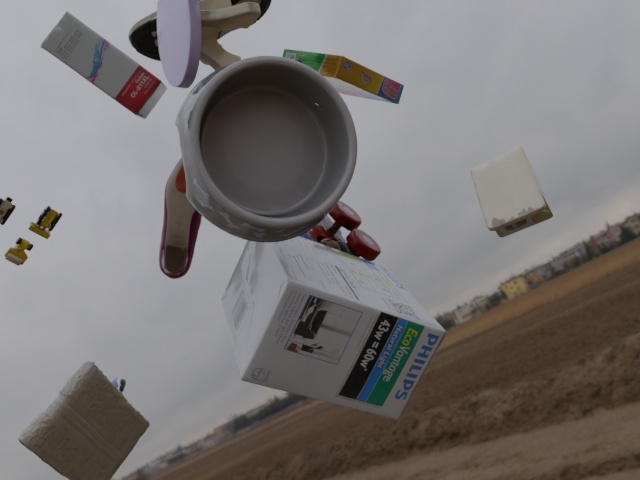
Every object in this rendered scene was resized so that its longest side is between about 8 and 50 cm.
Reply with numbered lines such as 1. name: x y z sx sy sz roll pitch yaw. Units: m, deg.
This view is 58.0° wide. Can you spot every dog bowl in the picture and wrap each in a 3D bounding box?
1. dog bowl: -0.090 -0.172 1.056 0.349 0.348 0.102 -22 5 -18

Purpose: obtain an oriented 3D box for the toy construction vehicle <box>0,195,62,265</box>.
1. toy construction vehicle: -0.444 -0.020 0.846 0.086 0.035 0.098 33 -95 -34

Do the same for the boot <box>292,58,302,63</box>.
1. boot: -0.064 -0.381 1.408 0.087 0.118 0.042 -39 23 -9

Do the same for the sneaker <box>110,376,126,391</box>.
1. sneaker: -0.558 0.396 1.373 0.211 0.081 0.080 -42 -7 -30

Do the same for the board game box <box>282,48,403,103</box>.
1. board game box: 0.070 -0.504 1.783 0.317 0.242 0.064 5 -77 -48

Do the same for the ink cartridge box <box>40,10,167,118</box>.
1. ink cartridge box: -0.354 -0.287 0.965 0.072 0.175 0.127 -53 14 1

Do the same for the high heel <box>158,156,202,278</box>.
1. high heel: -0.403 -0.077 1.685 0.127 0.377 0.181 16 -12 -13

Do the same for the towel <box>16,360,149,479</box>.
1. towel: -0.467 0.384 1.172 0.187 0.049 0.282 -55 -32 -32

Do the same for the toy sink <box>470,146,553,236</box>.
1. toy sink: 0.515 -0.106 1.540 0.153 0.234 0.131 -26 -47 23

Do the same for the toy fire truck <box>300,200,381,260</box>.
1. toy fire truck: 0.000 0.000 1.548 0.254 0.302 0.169 20 -62 -41

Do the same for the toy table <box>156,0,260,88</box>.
1. toy table: -0.267 -0.476 1.326 0.161 0.274 0.252 -3 0 -38

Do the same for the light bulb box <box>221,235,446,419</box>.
1. light bulb box: 0.009 0.161 1.255 0.361 0.358 0.225 21 -77 -22

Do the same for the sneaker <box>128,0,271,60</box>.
1. sneaker: -0.336 -0.620 1.552 0.410 0.182 0.158 -32 -30 -20
